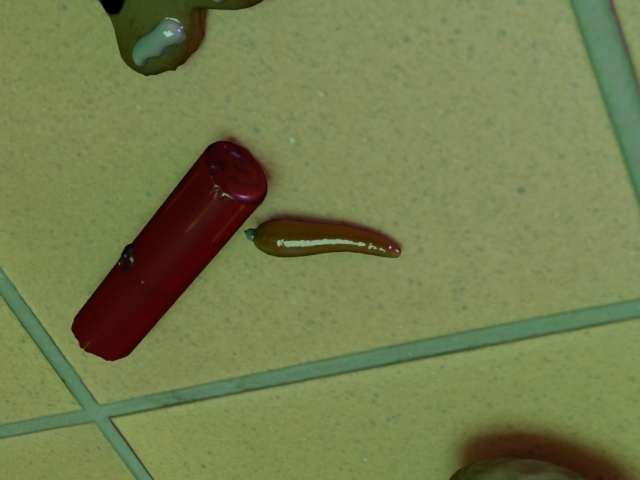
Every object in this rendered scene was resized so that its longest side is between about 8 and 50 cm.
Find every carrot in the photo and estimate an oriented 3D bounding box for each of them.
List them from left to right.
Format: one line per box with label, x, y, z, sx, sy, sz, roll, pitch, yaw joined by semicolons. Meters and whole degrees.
carrot;0.000;0.000;0.622;0.142;0.035;0.035;4;121;13

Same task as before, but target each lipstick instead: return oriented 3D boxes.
lipstick;-0.148;0.020;0.665;0.073;0.073;0.279;41;124;-6

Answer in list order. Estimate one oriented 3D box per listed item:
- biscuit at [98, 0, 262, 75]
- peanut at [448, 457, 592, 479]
biscuit;-0.175;-0.267;0.519;0.197;0.049;0.301;-32;104;30
peanut;0.205;0.304;0.682;0.197;0.110;0.233;16;122;10
